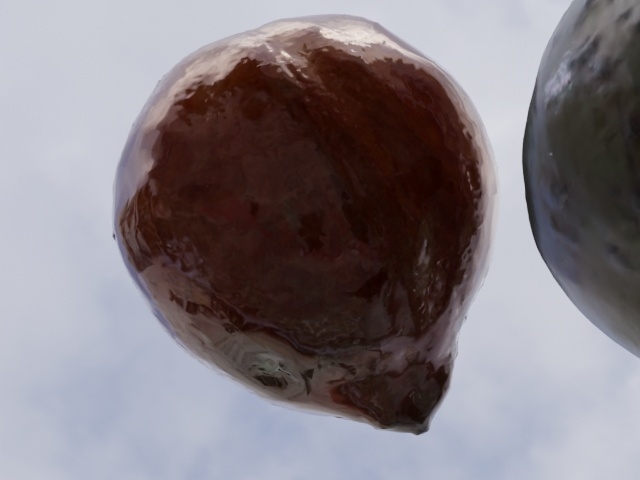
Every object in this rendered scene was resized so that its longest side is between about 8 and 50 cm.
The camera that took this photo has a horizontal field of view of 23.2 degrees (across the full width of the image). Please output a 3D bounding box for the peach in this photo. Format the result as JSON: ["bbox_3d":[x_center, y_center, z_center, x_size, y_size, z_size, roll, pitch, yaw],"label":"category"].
[{"bbox_3d":[0.000,0.000,0.938,0.232,0.232,0.257,-22,-111,-18],"label":"peach"}]

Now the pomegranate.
[{"bbox_3d":[0.183,-0.049,0.563,0.202,0.202,0.248,39,-133,-9],"label":"pomegranate"}]
